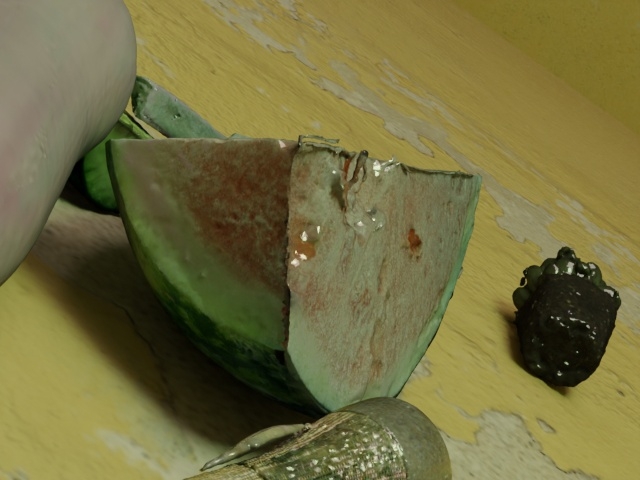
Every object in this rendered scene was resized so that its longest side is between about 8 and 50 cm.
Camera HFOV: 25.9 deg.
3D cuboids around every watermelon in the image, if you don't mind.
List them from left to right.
[{"bbox_3d":[0.000,0.000,0.893,0.224,0.180,0.305,56,22,14],"label":"watermelon"}]

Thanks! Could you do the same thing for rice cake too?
[{"bbox_3d":[-0.077,-0.063,1.058,0.033,0.033,0.207,29,-6,42],"label":"rice cake"}]

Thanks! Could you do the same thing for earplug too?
[{"bbox_3d":[-0.201,-0.050,0.719,0.172,0.172,0.301,31,25,-14],"label":"earplug"}]

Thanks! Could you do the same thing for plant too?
[{"bbox_3d":[0.219,0.067,1.248,0.092,0.094,0.143,24,24,-1],"label":"plant"}]

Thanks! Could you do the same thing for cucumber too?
[{"bbox_3d":[-0.207,-0.117,0.992,0.244,0.063,0.115,45,2,25],"label":"cucumber"}]

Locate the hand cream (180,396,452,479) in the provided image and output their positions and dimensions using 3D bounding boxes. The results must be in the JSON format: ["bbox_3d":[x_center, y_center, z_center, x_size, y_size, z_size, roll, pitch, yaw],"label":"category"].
[{"bbox_3d":[-0.019,0.134,0.718,0.203,0.084,0.084,-4,43,-51],"label":"hand cream"}]

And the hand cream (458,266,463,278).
[{"bbox_3d":[0.083,0.005,1.246,0.084,0.053,0.142,27,5,-26],"label":"hand cream"}]
